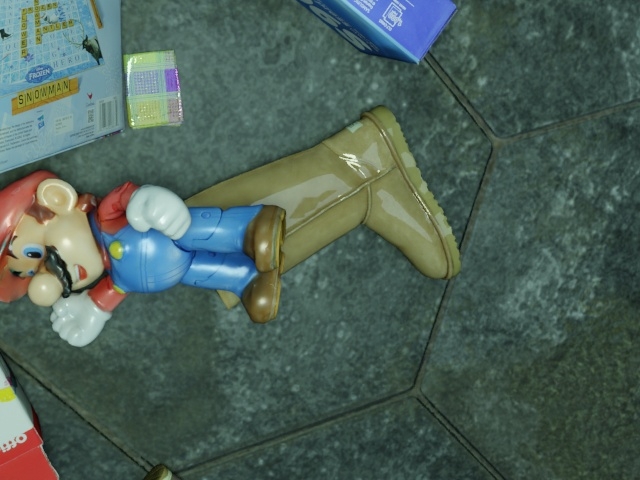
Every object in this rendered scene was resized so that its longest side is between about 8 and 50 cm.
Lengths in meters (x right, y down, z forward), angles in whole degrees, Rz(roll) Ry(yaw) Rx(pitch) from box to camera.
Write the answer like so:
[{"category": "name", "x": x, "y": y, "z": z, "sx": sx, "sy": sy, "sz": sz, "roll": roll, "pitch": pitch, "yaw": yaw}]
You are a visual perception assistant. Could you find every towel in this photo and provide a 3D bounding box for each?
[{"category": "towel", "x": -0.181, "y": -0.162, "z": 1.111, "sx": 0.060, "sy": 0.009, "sz": 0.083, "roll": -9, "pitch": 105, "yaw": -17}]

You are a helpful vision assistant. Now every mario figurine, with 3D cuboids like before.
[{"category": "mario figurine", "x": -0.200, "y": 0.031, "z": 1.030, "sx": 0.321, "sy": 0.170, "sz": 0.198, "roll": 5, "pitch": 102, "yaw": 2}]

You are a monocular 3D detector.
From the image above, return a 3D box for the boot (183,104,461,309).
[{"category": "boot", "x": 0.000, "y": 0.000, "z": 1.181, "sx": 0.269, "sy": 0.089, "sz": 0.236, "roll": -30, "pitch": 101, "yaw": -11}]

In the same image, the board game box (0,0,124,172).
[{"category": "board game box", "x": -0.271, "y": -0.230, "z": 0.902, "sx": 0.066, "sy": 0.319, "sz": 0.318, "roll": 5, "pitch": 105, "yaw": 14}]

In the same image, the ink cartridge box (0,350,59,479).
[{"category": "ink cartridge box", "x": -0.385, "y": 0.178, "z": 1.082, "sx": 0.134, "sy": 0.078, "sz": 0.231, "roll": -26, "pitch": 111, "yaw": -11}]

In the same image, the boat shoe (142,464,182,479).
[{"category": "boat shoe", "x": -0.212, "y": 0.335, "z": 1.196, "sx": 0.049, "sy": 0.056, "sz": 0.152, "roll": 38, "pitch": 88, "yaw": -19}]

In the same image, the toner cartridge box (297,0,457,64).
[{"category": "toner cartridge box", "x": -0.036, "y": -0.314, "z": 1.044, "sx": 0.348, "sy": 0.165, "sz": 0.075, "roll": 35, "pitch": 90, "yaw": -23}]
